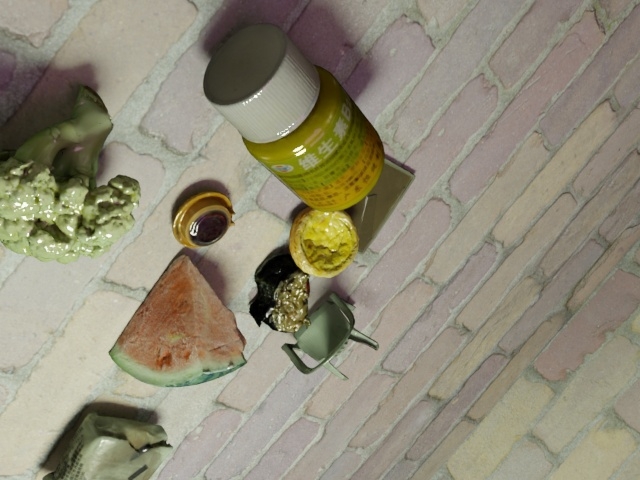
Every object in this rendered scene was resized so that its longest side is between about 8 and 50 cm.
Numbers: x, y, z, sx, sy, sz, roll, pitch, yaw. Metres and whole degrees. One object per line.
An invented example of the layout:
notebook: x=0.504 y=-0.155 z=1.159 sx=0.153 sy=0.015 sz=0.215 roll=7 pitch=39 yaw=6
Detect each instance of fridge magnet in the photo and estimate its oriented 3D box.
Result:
fridge magnet: x=-0.249 y=-0.041 z=1.536 sx=0.143 sy=0.063 sz=0.143 roll=-25 pitch=139 yaw=-24

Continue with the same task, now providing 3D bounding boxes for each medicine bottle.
medicine bottle: x=-0.044 y=-0.234 z=1.424 sx=0.224 sy=0.224 sz=0.384 roll=-47 pitch=139 yaw=2

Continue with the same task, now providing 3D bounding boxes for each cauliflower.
cauliflower: x=-0.427 y=-0.089 z=1.200 sx=0.281 sy=0.260 sz=0.327 roll=-48 pitch=161 yaw=10

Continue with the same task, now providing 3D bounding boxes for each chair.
chair: x=0.030 y=0.263 z=1.895 sx=0.203 sy=0.190 sz=0.274 roll=-47 pitch=149 yaw=4

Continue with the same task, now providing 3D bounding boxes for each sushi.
sushi: x=-0.098 y=0.141 z=1.775 sx=0.147 sy=0.115 sz=0.213 roll=-16 pitch=133 yaw=-30

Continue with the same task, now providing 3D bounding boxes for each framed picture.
framed picture: x=0.122 y=-0.089 z=1.836 sx=0.189 sy=0.023 sz=0.260 roll=19 pitch=110 yaw=-46

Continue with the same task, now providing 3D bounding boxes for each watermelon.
watermelon: x=-0.321 y=0.213 z=1.600 sx=0.250 sy=0.283 sz=0.293 roll=-42 pitch=116 yaw=-26

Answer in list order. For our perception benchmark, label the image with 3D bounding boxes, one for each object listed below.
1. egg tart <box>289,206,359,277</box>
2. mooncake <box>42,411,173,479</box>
egg tart: x=0.000 y=0.000 z=1.736 sx=0.191 sy=0.074 sz=0.191 roll=3 pitch=85 yaw=-31
mooncake: x=-0.519 y=0.536 z=1.737 sx=0.254 sy=0.136 sz=0.250 roll=-53 pitch=141 yaw=3
